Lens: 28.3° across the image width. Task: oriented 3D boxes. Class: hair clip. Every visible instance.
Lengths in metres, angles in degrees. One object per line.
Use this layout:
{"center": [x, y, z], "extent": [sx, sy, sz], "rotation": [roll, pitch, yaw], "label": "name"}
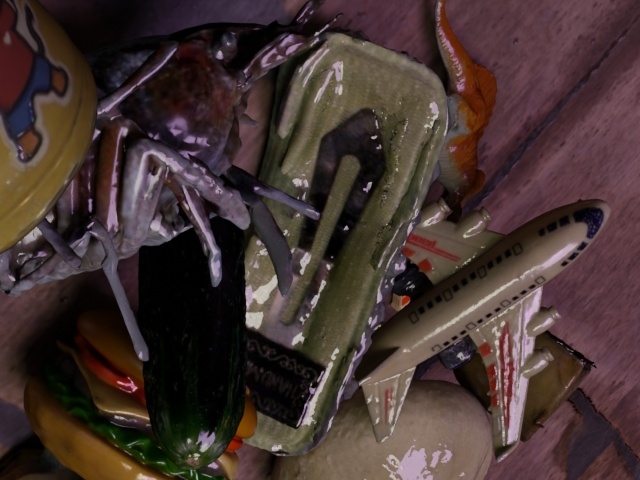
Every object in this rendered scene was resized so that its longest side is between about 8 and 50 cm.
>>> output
{"center": [0.000, 0.000, 0.939], "extent": [0.091, 0.138, 0.321], "rotation": [-58, 171, -67], "label": "hair clip"}

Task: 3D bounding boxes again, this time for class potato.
{"center": [0.168, 0.107, 1.149], "extent": [0.098, 0.138, 0.243], "rotation": [-51, 165, 2], "label": "potato"}

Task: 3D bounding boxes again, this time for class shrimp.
{"center": [-0.160, -0.011, 0.726], "extent": [0.410, 0.221, 0.166], "rotation": [-20, 110, -7], "label": "shrimp"}

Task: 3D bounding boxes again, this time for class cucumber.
{"center": [-0.082, 0.038, 0.814], "extent": [0.074, 0.241, 0.074], "rotation": [-4, 136, -3], "label": "cucumber"}

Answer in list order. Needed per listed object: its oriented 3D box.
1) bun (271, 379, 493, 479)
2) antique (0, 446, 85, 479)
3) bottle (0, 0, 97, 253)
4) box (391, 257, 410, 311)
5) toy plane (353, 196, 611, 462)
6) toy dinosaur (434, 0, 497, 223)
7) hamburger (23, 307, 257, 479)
{"center": [0.061, 0.218, 1.122], "extent": [0.222, 0.128, 0.222], "rotation": [-10, 144, -7], "label": "bun"}
{"center": [-0.242, 0.281, 0.922], "extent": [0.284, 0.125, 0.150], "rotation": [-50, 143, 0], "label": "antique"}
{"center": [-0.245, -0.134, 0.526], "extent": [0.171, 0.171, 0.351], "rotation": [-43, 142, -8], "label": "bottle"}
{"center": [0.104, 0.023, 1.135], "extent": [0.093, 0.015, 0.058], "rotation": [-24, 138, -30], "label": "box"}
{"center": [0.117, 0.045, 1.007], "extent": [0.256, 0.242, 0.104], "rotation": [-35, -178, -1], "label": "toy plane"}
{"center": [0.116, -0.099, 1.012], "extent": [0.142, 0.057, 0.212], "rotation": [-16, 135, -50], "label": "toy dinosaur"}
{"center": [-0.124, 0.117, 0.878], "extent": [0.115, 0.162, 0.162], "rotation": [-58, 143, -3], "label": "hamburger"}
